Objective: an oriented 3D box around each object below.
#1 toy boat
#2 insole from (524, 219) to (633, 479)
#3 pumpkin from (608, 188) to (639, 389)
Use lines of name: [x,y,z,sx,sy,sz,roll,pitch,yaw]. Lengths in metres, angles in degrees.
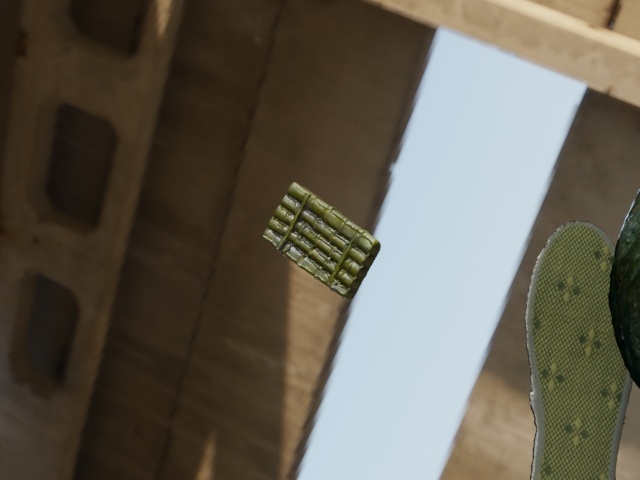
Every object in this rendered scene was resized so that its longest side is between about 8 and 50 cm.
toy boat: [0.000,0.000,1.181,0.016,0.115,0.063,17,-76,-52]
insole: [0.209,0.135,1.079,0.007,0.109,0.322,141,141,-64]
pumpkin: [0.351,0.055,0.977,0.197,0.293,0.263,-47,-60,-36]
